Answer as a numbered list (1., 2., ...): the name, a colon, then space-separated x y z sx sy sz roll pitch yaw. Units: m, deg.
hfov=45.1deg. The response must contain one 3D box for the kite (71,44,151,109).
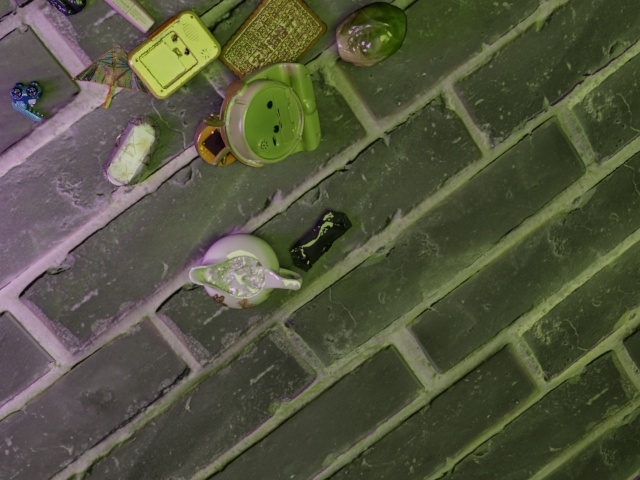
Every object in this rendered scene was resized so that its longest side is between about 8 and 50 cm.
1. kite: -0.505 -0.397 1.873 0.190 0.010 0.159 7 104 -15

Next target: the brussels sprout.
1. brussels sprout: 0.131 -0.515 1.920 0.181 0.144 0.161 0 75 25

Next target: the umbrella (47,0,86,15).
1. umbrella: -0.656 -0.595 1.752 0.248 0.071 0.071 27 97 -20

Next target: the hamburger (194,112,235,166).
1. hamburger: -0.250 -0.255 1.937 0.127 0.081 0.141 26 110 -17

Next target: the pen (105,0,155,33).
1. pen: -0.477 -0.574 1.819 0.197 0.032 0.053 41 93 -21

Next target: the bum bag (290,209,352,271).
1. bum bag: 0.000 0.000 2.085 0.197 0.049 0.087 -46 115 1

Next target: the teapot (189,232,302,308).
1. teapot: -0.196 0.084 2.013 0.298 0.139 0.204 1 102 -13

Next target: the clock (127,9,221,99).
1. clock: -0.353 -0.447 1.851 0.202 0.096 0.143 -39 108 -2

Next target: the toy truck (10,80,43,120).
1. toy truck: -0.691 -0.328 1.827 0.073 0.056 0.090 -8 120 -7

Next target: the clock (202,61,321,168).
1. clock: -0.144 -0.288 1.878 0.308 0.096 0.235 -31 124 -32

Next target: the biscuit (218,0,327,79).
1. biscuit: -0.117 -0.500 1.930 0.172 0.029 0.254 40 92 -19

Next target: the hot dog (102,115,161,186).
1. hot dog: -0.465 -0.220 1.910 0.099 0.053 0.192 26 95 -20
